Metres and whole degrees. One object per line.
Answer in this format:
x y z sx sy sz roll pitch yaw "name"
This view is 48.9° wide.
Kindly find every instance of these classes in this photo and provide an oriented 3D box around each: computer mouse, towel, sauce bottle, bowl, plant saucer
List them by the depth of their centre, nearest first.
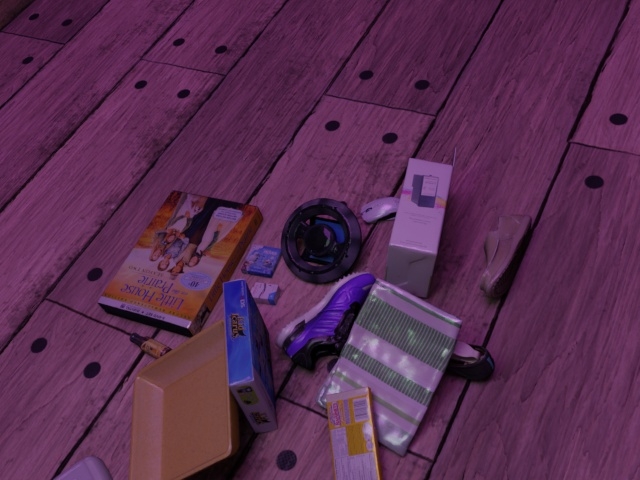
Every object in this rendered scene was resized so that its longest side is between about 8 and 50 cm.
0.152 0.274 1.578 0.248 0.038 0.324 26 89 29 "towel"
-0.296 0.393 1.595 0.333 0.081 0.332 -33 46 27 "plant saucer"
-0.551 0.570 1.606 0.142 0.053 0.142 -33 50 -13 "bowl"
-0.440 0.274 1.818 0.128 0.042 0.042 18 59 29 "sauce bottle"
0.147 -0.085 1.945 0.193 0.042 0.106 -14 49 4 "computer mouse"

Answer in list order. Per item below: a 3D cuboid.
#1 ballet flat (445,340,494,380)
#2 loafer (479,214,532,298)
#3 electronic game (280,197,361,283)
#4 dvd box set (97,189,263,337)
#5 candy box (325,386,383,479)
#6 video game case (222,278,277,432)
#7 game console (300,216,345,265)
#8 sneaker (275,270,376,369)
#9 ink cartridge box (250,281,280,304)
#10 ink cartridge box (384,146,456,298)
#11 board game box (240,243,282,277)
0.261 0.246 1.619 0.281 0.096 0.095 8 54 21 "ballet flat"
0.444 0.034 1.743 0.092 0.102 0.268 16 49 27 "loafer"
0.000 0.000 1.863 0.229 0.048 0.229 -4 80 22 "electronic game"
-0.385 0.052 1.964 0.308 0.062 0.420 12 56 24 "dvd box set"
0.072 0.429 1.529 0.105 0.027 0.205 -17 62 22 "candy box"
-0.160 0.266 1.617 0.061 0.244 0.269 -11 51 2 "video game case"
0.013 0.004 1.891 0.122 0.071 0.107 12 56 23 "game console"
0.046 0.207 1.713 0.293 0.102 0.146 -39 57 -11 "sneaker"
-0.153 0.139 1.855 0.083 0.028 0.048 5 54 19 "ink cartridge box"
0.254 -0.060 1.782 0.119 0.207 0.353 11 55 9 "ink cartridge box"
-0.160 0.056 1.929 0.090 0.020 0.090 8 54 21 "board game box"
